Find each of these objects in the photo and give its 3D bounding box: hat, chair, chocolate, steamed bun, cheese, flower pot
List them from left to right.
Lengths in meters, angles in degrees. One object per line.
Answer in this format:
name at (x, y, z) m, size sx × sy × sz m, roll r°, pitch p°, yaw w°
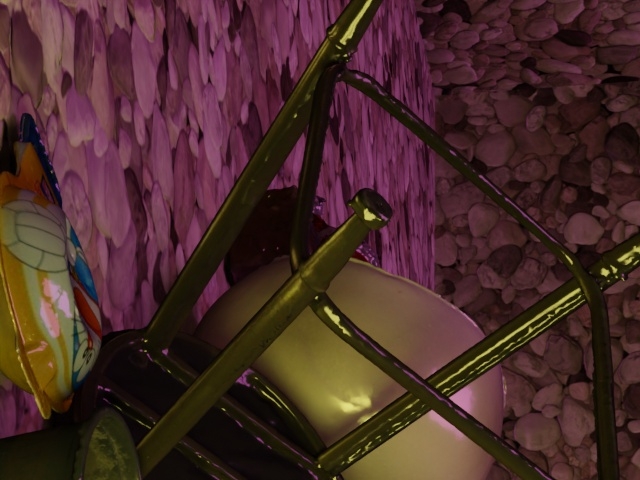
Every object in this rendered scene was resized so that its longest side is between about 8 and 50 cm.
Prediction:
cheese at (-0.201, 0.013, 1.269) m, size 0.270 × 0.069 × 0.177 m, roll -101°, pitch 176°, yaw -52°
flower pot at (-0.185, 0.193, 1.205) m, size 0.157 × 0.107 × 0.157 m, roll -7°, pitch 90°, yaw -80°
chocolate at (-0.034, 0.052, 2.161) m, size 0.321 × 0.112 × 0.112 m, roll 66°, pitch 13°, yaw -61°
hat at (-0.004, -0.001, 2.397) m, size 0.140 × 0.129 × 0.227 m, roll 51°, pitch 11°, yaw -35°
steamed bun at (0.015, 0.169, 1.763) m, size 0.324 × 0.324 × 0.206 m, roll 74°, pitch 36°, yaw -53°
chair at (0.036, 0.094, 1.374) m, size 0.365 × 0.410 × 0.362 m, roll 37°, pitch 30°, yaw -20°
